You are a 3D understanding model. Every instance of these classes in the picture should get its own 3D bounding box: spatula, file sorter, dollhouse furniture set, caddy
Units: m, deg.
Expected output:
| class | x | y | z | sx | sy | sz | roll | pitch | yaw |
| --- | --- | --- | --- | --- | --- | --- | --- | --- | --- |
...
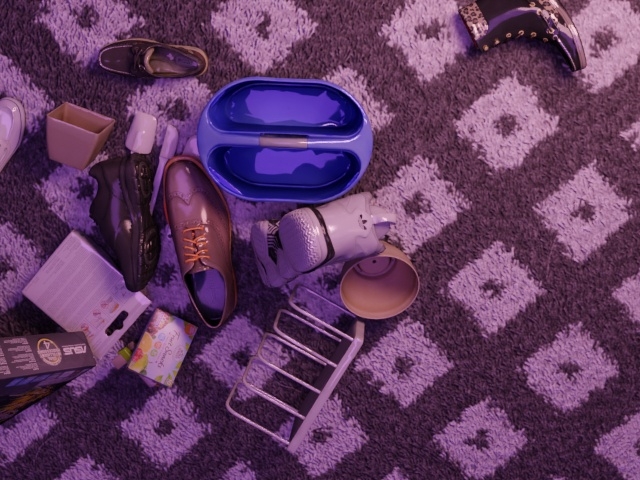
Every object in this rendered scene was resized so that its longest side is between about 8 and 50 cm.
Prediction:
| class | x | y | z | sx | sy | sz | roll | pitch | yaw |
| --- | --- | --- | --- | --- | --- | --- | --- | --- | --- |
| spatula | -0.343 | -0.131 | 1.735 | 0.168 | 0.019 | 0.242 | 19 | 105 | -5 |
| file sorter | -0.050 | 0.254 | 1.724 | 0.173 | 0.193 | 0.277 | 31 | 101 | -2 |
| dollhouse furniture set | -0.406 | 0.260 | 1.794 | 0.058 | 0.076 | 0.151 | -38 | 97 | 21 |
| caddy | -0.069 | -0.199 | 1.633 | 0.341 | 0.179 | 0.241 | 2 | 101 | 1 |

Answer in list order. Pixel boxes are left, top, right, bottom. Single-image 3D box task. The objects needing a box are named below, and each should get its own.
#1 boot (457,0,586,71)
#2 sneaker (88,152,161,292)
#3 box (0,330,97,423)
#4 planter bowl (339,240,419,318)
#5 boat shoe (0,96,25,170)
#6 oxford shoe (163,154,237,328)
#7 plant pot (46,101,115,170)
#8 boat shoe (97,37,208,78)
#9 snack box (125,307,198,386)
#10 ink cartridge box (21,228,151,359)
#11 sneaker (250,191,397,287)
| class | x | y | z | sx | sy | sz | roll | pitch | yaw |
| --- | --- | --- | --- | --- | --- | --- | --- | --- | --- |
| boot | 0.398 | -0.405 | 1.630 | 0.179 | 0.085 | 0.236 | -30 | 94 | 9 |
| sneaker | -0.408 | -0.034 | 1.708 | 0.130 | 0.109 | 0.286 | -3 | 94 | 10 |
| box | -0.685 | 0.292 | 1.613 | 0.318 | 0.395 | 0.097 | -33 | 75 | 19 |
| planter bowl | 0.116 | 0.067 | 1.709 | 0.162 | 0.109 | 0.162 | -2 | 124 | -3 |
| boat shoe | -0.674 | -0.185 | 1.696 | 0.083 | 0.076 | 0.226 | 24 | 101 | -4 |
| oxford shoe | -0.241 | 0.005 | 1.695 | 0.130 | 0.133 | 0.363 | -15 | 104 | 0 |
| plant pot | -0.494 | -0.206 | 1.680 | 0.109 | 0.109 | 0.096 | 20 | 114 | -3 |
| boat shoe | -0.339 | -0.363 | 1.654 | 0.224 | 0.073 | 0.080 | 4 | 102 | 0 |
| snack box | -0.336 | 0.228 | 1.759 | 0.100 | 0.037 | 0.141 | 28 | 70 | -16 |
| ink cartridge box | -0.494 | 0.114 | 1.764 | 0.225 | 0.056 | 0.181 | 41 | 99 | -6 |
| sneaker | 0.000 | 0.000 | 1.622 | 0.210 | 0.366 | 0.137 | -13 | 87 | -22 |
